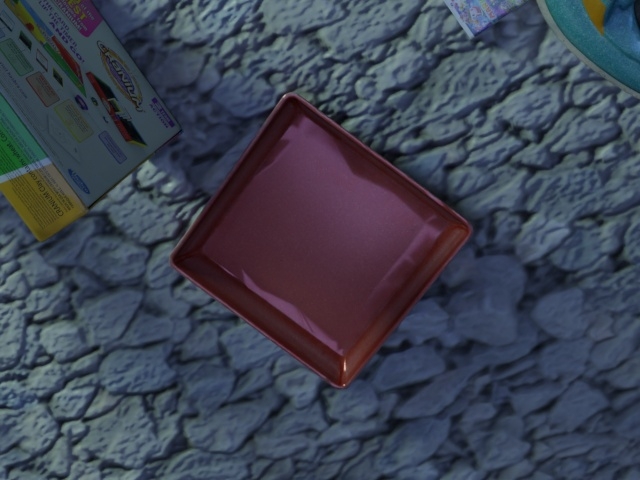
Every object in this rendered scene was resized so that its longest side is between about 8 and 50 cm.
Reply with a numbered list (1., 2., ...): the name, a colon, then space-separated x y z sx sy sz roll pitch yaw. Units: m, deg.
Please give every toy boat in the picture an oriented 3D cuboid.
1. toy boat: 0.358 -0.295 1.280 0.267 0.148 0.318 37 110 -5

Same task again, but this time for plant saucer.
1. plant saucer: 0.000 0.000 1.504 0.258 0.048 0.259 37 110 -2

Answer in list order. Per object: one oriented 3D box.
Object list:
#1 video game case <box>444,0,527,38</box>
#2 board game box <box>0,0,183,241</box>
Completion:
1. video game case: 0.185 -0.282 1.394 0.122 0.011 0.087 -34 99 19
2. board game box: -0.277 -0.156 1.363 0.064 0.316 0.242 -32 99 19
